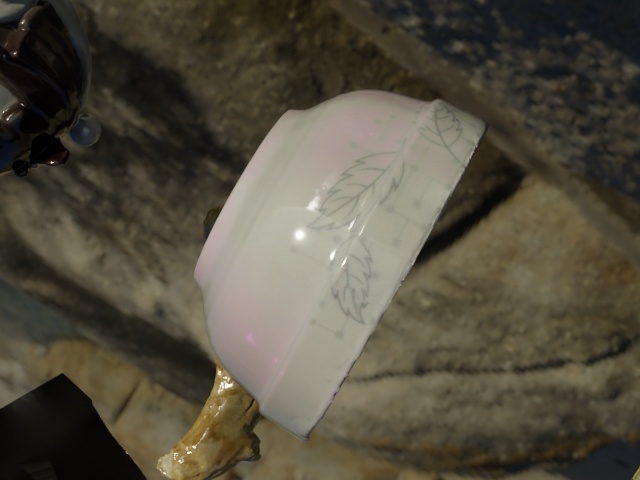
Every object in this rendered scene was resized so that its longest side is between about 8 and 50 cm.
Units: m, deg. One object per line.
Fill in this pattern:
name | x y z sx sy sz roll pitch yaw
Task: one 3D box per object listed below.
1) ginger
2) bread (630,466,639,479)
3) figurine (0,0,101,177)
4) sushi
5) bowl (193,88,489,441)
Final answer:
ginger | -0.082 0.094 1.376 0.131 0.294 0.086 27 164 -30
bread | 0.298 0.175 1.017 0.139 0.084 0.074 27 141 18
figurine | -0.313 -0.193 1.098 0.281 0.167 0.370 -28 109 34
sushi | -0.200 0.226 1.032 0.172 0.150 0.153 41 -158 7
bowl | 0.000 0.000 1.124 0.144 0.287 0.287 29 165 2
